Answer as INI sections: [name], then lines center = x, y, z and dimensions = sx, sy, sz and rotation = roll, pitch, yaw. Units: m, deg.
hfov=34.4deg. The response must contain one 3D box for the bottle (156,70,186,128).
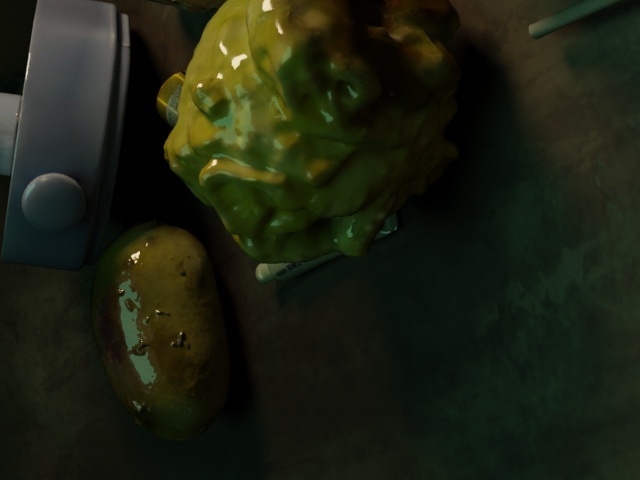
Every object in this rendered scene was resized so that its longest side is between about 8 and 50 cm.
[bottle]
center = -0.101, -0.124, 1.309
dimensions = 0.286, 0.082, 0.082
rotation = 39, 125, 38

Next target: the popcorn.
[popcorn]
center = -0.001, -0.128, 1.056
dimensions = 0.312, 0.312, 0.312
rotation = 13, 107, 47

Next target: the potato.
[potato]
center = -0.223, 0.126, 1.432
dimensions = 0.210, 0.173, 0.307
rotation = -26, 75, 46

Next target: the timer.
[timer]
center = -0.377, -0.136, 1.447
dimensions = 0.395, 0.173, 0.395
rotation = -171, 90, -74

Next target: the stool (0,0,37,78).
[stool]
center = -0.554, -0.438, 1.695
dimensions = 0.269, 0.170, 0.243
rotation = 52, 131, 29

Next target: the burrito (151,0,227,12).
[burrito]
center = -0.167, -0.440, 1.226
dimensions = 0.190, 0.135, 0.332
rotation = 3, 103, 3

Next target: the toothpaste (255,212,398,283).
[toothpaste]
center = 0.000, 0.000, 1.259
dimensions = 0.255, 0.037, 0.067
rotation = -29, 76, 44

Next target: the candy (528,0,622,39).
[candy]
center = 0.301, -0.222, 0.824
dimensions = 0.365, 0.124, 0.124
rotation = -17, 85, 56
